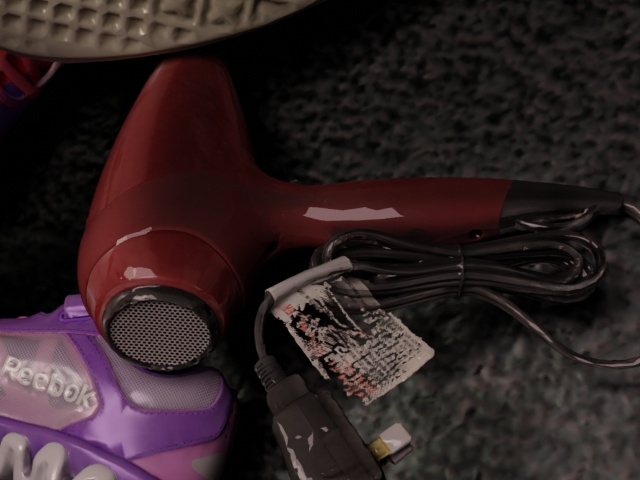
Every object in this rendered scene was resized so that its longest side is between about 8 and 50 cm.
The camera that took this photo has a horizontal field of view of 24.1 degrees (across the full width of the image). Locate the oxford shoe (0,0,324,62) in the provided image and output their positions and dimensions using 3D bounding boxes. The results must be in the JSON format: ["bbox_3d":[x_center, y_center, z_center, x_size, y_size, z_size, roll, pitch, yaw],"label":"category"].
[{"bbox_3d":[0.009,-0.232,0.715,0.449,0.169,0.130,-32,35,5],"label":"oxford shoe"}]

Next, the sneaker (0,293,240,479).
[{"bbox_3d":[-0.135,0.068,0.717,0.236,0.095,0.104,23,76,21],"label":"sneaker"}]

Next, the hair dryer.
[{"bbox_3d":[0.000,0.000,0.687,0.223,0.080,0.293,-25,53,-31],"label":"hair dryer"}]

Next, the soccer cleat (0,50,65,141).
[{"bbox_3d":[-0.137,-0.156,0.783,0.116,0.108,0.318,20,82,12],"label":"soccer cleat"}]
